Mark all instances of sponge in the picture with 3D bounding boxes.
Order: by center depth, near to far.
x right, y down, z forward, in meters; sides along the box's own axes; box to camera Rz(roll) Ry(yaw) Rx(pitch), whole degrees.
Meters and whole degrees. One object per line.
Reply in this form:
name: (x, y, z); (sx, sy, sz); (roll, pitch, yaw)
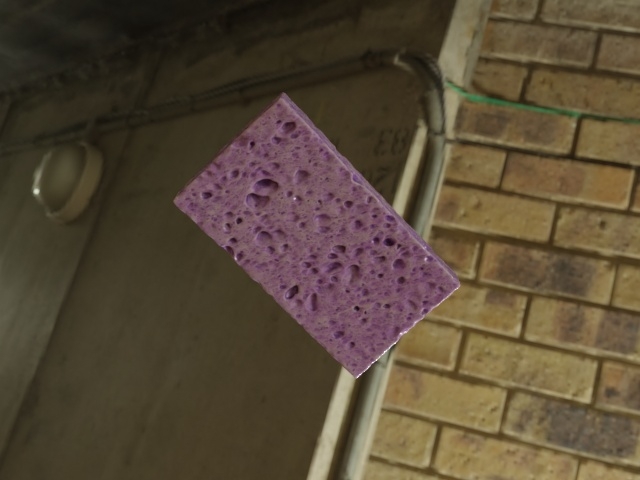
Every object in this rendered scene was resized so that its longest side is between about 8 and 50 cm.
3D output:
sponge: (0.000, 0.000, 0.735); (0.210, 0.117, 0.031); (45, -168, -15)
